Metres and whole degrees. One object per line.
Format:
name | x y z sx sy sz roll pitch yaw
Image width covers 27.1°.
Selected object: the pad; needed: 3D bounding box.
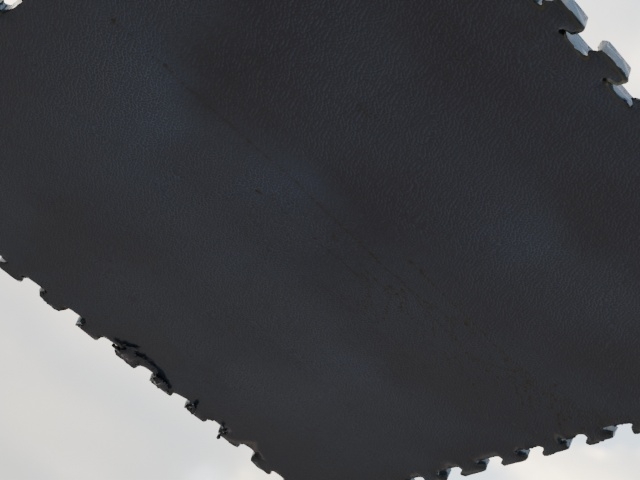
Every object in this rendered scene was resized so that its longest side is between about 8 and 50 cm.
pad | 0.000 0.000 0.451 0.269 0.012 0.269 -22 -55 40
